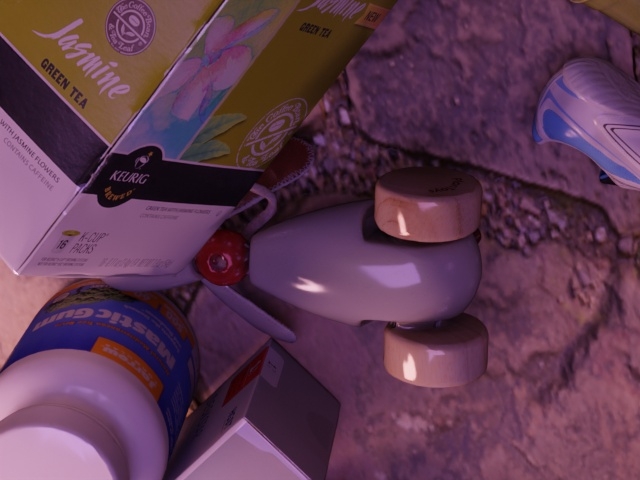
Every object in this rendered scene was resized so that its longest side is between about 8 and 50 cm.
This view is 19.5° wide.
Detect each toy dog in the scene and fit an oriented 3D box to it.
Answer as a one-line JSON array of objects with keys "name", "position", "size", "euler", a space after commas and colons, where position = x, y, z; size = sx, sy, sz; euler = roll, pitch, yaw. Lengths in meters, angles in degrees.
[{"name": "toy dog", "position": [0.000, 0.000, 1.487], "size": [0.333, 0.161, 0.220], "euler": [26, 111, 12]}]

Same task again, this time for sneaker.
[{"name": "sneaker", "position": [0.277, -0.065, 1.463], "size": [0.237, 0.085, 0.086], "euler": [27, 134, -8]}]

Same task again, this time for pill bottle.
[{"name": "pill bottle", "position": [-0.186, 0.139, 1.458], "size": [0.152, 0.272, 0.152], "euler": [1, 108, 4]}]

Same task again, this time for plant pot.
[{"name": "plant pot", "position": [0.246, -0.192, 1.424], "size": [0.079, 0.083, 0.083], "euler": [37, 107, -19]}]

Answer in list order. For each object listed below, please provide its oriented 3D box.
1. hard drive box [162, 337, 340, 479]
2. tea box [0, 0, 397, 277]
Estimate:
[{"name": "hard drive box", "position": [-0.099, 0.212, 1.523], "size": [0.232, 0.181, 0.089], "euler": [-43, 98, 15]}, {"name": "tea box", "position": [-0.162, -0.199, 1.312], "size": [0.329, 0.220, 0.323], "euler": [46, 109, 20]}]
